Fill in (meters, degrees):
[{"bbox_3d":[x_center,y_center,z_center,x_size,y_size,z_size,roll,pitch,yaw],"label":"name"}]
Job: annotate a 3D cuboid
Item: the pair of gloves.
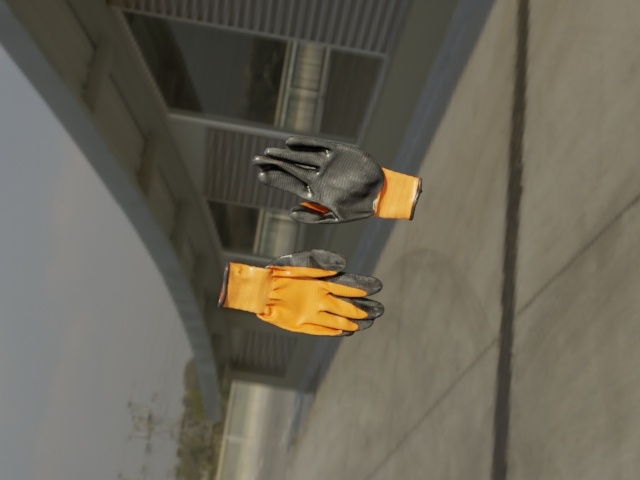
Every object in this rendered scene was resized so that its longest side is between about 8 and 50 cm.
[{"bbox_3d":[0.000,0.000,0.411,0.010,0.074,0.083,-128,52,-71],"label":"pair of gloves"}]
